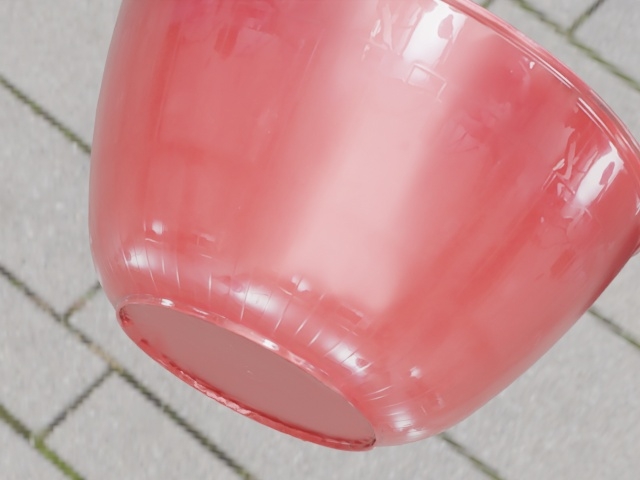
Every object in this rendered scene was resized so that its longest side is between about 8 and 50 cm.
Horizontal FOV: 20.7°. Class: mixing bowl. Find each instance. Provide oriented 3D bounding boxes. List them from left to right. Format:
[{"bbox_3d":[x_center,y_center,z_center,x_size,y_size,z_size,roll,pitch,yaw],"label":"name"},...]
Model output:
[{"bbox_3d":[0.000,0.000,0.525,0.181,0.181,0.098,24,71,6],"label":"mixing bowl"}]
